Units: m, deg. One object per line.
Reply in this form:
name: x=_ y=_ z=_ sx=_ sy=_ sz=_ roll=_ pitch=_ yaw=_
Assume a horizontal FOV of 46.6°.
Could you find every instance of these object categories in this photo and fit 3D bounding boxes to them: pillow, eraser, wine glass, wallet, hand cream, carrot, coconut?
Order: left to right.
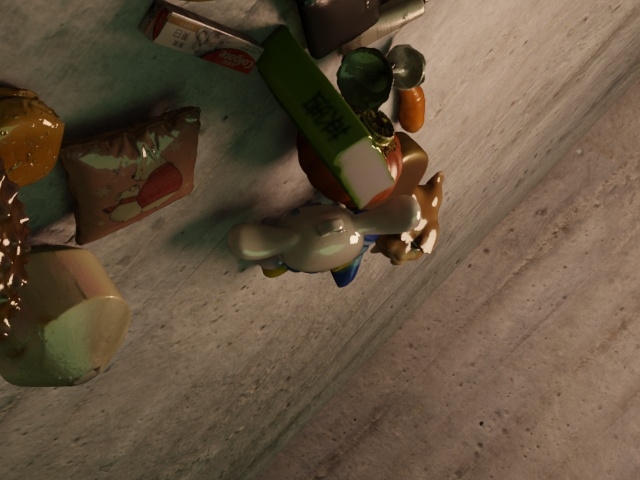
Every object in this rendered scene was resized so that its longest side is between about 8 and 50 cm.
coconut: x=-0.421 y=0.129 z=1.183 sx=0.241 sy=0.241 sz=0.241 roll=-35 pitch=156 yaw=-18
pillow: x=-0.291 y=-0.104 z=1.165 sx=0.236 sy=0.084 sz=0.223 roll=-25 pitch=152 yaw=-29
eraser: x=0.004 y=-0.205 z=1.240 sx=0.092 sy=0.274 sz=0.210 roll=-35 pitch=155 yaw=2
wallet: x=0.034 y=-0.375 z=1.186 sx=0.149 sy=0.044 sz=0.250 roll=-33 pitch=171 yaw=-1
hand cream: x=0.115 y=-0.402 z=1.357 sx=0.186 sy=0.054 sz=0.087 roll=-32 pitch=159 yaw=-5
wine glass: x=0.123 y=-0.316 z=1.412 sx=0.183 sy=0.122 sz=0.122 roll=-28 pitch=155 yaw=-54
carrot: x=0.193 y=-0.320 z=1.618 sx=0.271 sy=0.066 sz=0.062 roll=69 pitch=26 yaw=-63

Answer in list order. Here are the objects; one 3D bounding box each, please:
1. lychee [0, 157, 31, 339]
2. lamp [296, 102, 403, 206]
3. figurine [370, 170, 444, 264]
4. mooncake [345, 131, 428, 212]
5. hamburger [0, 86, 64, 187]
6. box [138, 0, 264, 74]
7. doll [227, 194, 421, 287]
lychee: x=-0.482 y=0.035 z=0.728 sx=0.380 sy=0.432 sz=0.380 roll=-7 pitch=142 yaw=-5
lamp: x=0.057 y=-0.169 z=1.444 sx=0.223 sy=0.223 sz=0.196 roll=-16 pitch=159 yaw=-47
figurine: x=0.224 y=-0.056 z=1.991 sx=0.177 sy=0.247 sz=0.173 roll=1 pitch=174 yaw=-27
mooncake: x=0.133 y=-0.141 z=1.744 sx=0.234 sy=0.117 sz=0.235 roll=-32 pitch=152 yaw=-19
hamburger: x=-0.404 y=-0.128 z=0.948 sx=0.147 sy=0.083 sz=0.138 roll=-20 pitch=144 yaw=-48
box: x=-0.168 y=-0.295 z=1.091 sx=0.055 sy=0.039 sz=0.218 roll=-53 pitch=155 yaw=19
doll: x=0.001 y=-0.009 z=1.612 sx=0.365 sy=0.375 sz=0.187 roll=110 pitch=-12 yaw=-79
